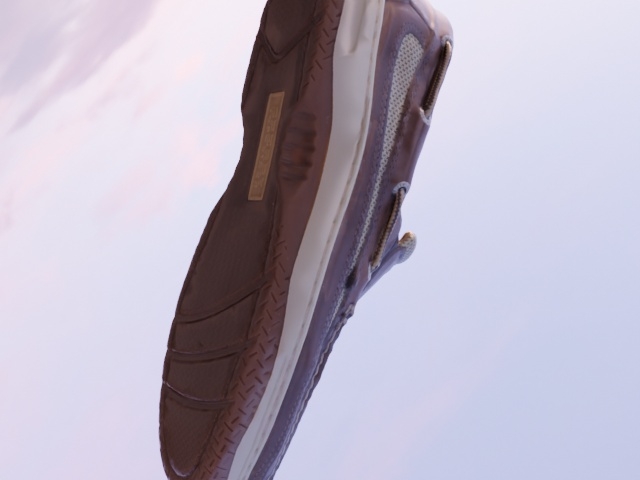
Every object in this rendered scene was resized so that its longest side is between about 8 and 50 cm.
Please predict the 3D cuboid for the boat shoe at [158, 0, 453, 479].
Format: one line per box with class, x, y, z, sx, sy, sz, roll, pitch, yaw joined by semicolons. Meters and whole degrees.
boat shoe;0.004;0.001;0.430;0.095;0.095;0.258;21;-85;58
